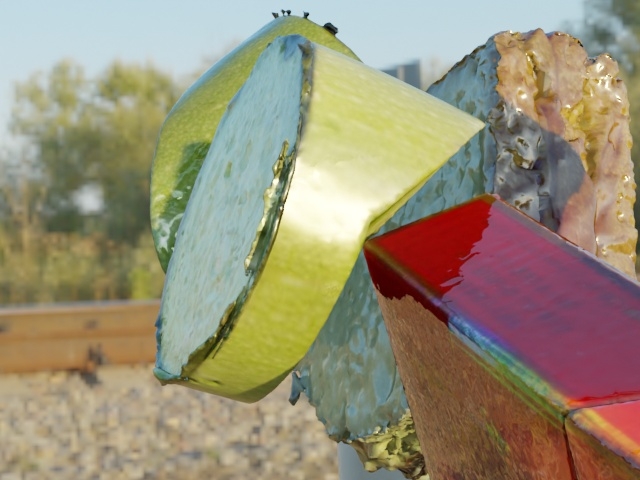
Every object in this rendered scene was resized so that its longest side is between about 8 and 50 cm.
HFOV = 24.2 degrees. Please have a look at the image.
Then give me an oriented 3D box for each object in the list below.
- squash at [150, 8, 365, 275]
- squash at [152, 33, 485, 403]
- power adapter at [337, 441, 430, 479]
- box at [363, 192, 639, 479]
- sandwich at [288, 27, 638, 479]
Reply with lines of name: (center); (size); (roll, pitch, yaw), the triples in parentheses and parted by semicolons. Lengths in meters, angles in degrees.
squash: (-0.067, -0.053, 1.275); (0.260, 0.189, 0.189); (-44, 18, -19)
squash: (-0.010, 0.003, 0.841); (0.133, 0.220, 0.220); (28, -7, -13)
power adapter: (0.099, 0.201, 1.387); (0.124, 0.255, 0.187); (8, -24, -29)
box: (0.135, 0.118, 0.688); (0.089, 0.197, 0.313); (-22, 23, -14)
sandwich: (0.092, 0.032, 1.093); (0.131, 0.262, 0.325); (15, -31, -27)
